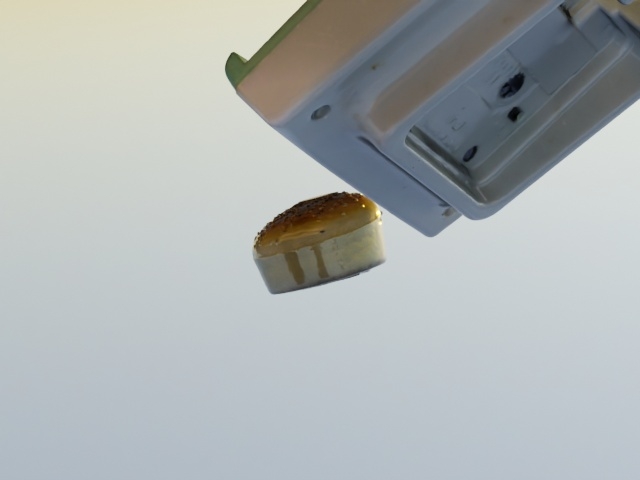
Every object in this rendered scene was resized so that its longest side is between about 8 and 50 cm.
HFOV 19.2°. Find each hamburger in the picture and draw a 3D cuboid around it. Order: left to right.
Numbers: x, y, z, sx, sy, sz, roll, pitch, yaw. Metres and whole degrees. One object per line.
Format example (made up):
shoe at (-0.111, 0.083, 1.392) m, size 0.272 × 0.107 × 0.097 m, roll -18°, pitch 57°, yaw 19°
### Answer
hamburger at (0.000, 0.000, 1.741) m, size 0.126 × 0.081 × 0.141 m, roll -16°, pitch 180°, yaw 27°

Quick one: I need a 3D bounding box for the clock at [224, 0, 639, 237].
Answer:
clock at (0.100, -0.111, 1.191) m, size 0.231 × 0.116 × 0.262 m, roll -43°, pitch 150°, yaw 8°
